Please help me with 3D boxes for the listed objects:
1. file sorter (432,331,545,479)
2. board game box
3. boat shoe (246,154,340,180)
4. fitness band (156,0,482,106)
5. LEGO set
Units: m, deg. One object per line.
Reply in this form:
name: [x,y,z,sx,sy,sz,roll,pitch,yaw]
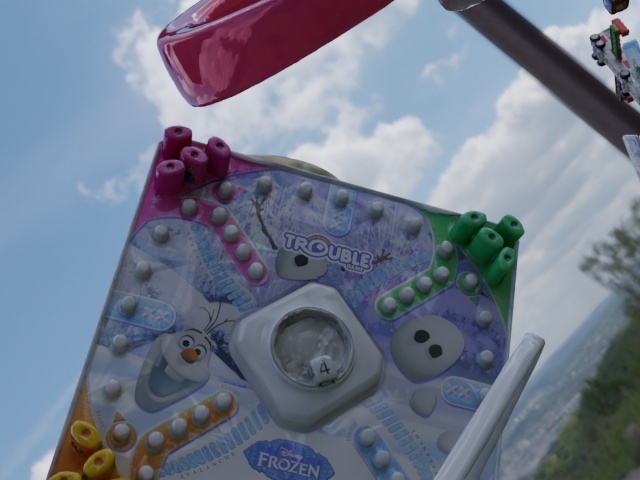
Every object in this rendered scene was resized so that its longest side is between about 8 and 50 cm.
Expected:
file sorter: [0.118,0.178,0.227,0.193,0.277,0.173,-44,-26,-46]
board game box: [-0.008,0.098,0.842,0.050,0.390,0.390,114,170,-60]
boat shoe: [0.000,0.000,1.035,0.341,0.110,0.121,16,-43,-28]
fitness band: [0.025,-0.164,0.553,0.209,0.054,0.291,-11,26,37]
LEGO set: [0.371,-0.168,1.033,0.060,0.244,0.182,-23,5,3]
